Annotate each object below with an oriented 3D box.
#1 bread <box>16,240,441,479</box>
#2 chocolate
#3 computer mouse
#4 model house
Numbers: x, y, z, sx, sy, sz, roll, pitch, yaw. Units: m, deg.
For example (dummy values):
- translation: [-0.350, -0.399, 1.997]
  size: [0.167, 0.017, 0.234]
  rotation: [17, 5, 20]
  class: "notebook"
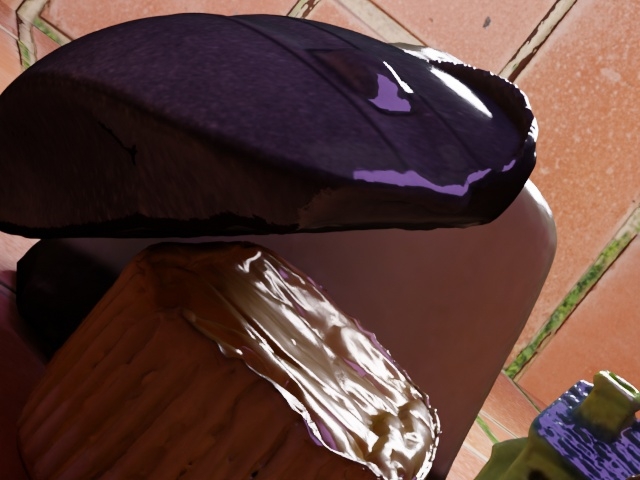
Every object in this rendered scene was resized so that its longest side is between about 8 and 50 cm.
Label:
- translation: [-0.047, 0.090, 0.872]
  size: [0.179, 0.133, 0.250]
  rotation: [38, 10, 0]
  class: "bread"
- translation: [0.000, 0.000, 1.169]
  size: [0.314, 0.297, 0.326]
  rotation: [32, 7, -12]
  class: "chocolate"
- translation: [-0.048, -0.058, 0.884]
  size: [0.203, 0.114, 0.374]
  rotation: [-1, 0, -36]
  class: "computer mouse"
- translation: [0.199, 0.204, 1.305]
  size: [0.214, 0.189, 0.195]
  rotation: [41, 4, 24]
  class: "model house"
